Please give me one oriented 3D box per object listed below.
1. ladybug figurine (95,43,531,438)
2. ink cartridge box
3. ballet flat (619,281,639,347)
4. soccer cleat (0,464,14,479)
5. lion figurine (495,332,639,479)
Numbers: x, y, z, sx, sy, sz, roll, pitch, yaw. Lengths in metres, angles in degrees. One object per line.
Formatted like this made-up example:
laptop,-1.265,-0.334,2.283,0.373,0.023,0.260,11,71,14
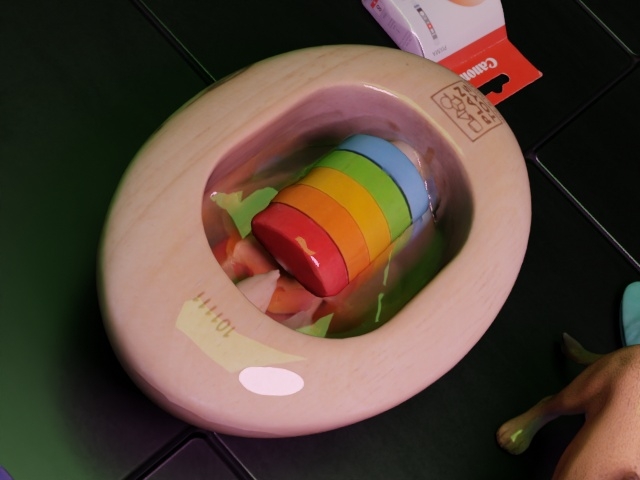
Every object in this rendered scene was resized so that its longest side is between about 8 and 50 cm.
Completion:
ladybug figurine,0.000,0.000,0.971,0.305,0.162,0.449,48,54,8
ink cartridge box,0.152,-0.232,1.257,0.145,0.045,0.179,-32,76,-35
ballet flat,0.347,0.136,1.097,0.083,0.087,0.247,12,56,-18
soccer cleat,-0.332,0.226,0.744,0.289,0.093,0.121,-23,42,-29
lion figurine,0.232,0.192,0.914,0.142,0.240,0.392,23,53,-11
